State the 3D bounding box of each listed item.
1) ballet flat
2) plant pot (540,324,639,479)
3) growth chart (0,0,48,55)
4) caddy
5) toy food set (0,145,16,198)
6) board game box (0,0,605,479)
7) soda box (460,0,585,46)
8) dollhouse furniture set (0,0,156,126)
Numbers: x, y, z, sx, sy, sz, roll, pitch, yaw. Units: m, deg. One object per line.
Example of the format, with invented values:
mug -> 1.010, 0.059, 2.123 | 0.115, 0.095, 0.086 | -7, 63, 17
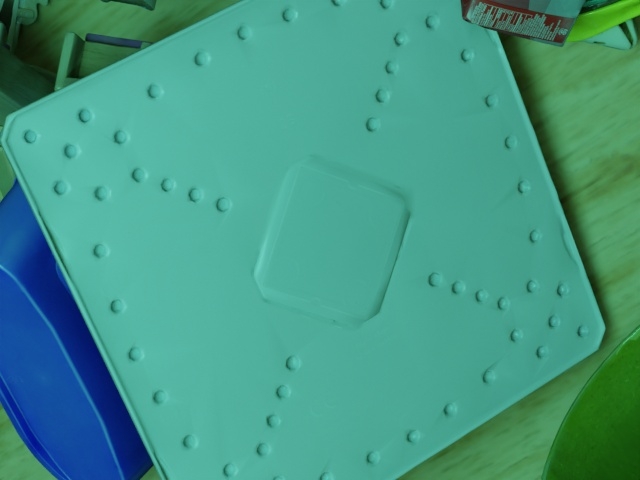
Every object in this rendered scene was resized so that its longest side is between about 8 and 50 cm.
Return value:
ballet flat -> 0.248, -0.190, 1.257 | 0.231, 0.077, 0.077 | -21, 123, 19
plant pot -> 0.369, 0.216, 1.263 | 0.293, 0.275, 0.275 | 42, 114, -16
growth chart -> -0.318, -0.233, 1.433 | 0.172, 0.021, 0.237 | 32, 113, 4
caddy -> -0.151, 0.067, 1.384 | 0.241, 0.179, 0.341 | -3, 124, 30
toy food set -> -0.185, -0.050, 1.448 | 0.192, 0.038, 0.132 | -9, 110, 10
board game box -> 0.000, 0.000, 1.250 | 0.390, 0.050, 0.390 | -29, 108, -20
soda box -> 0.174, -0.264, 1.131 | 0.083, 0.092, 0.263 | 10, 138, -12
dollhouse furniture set -> -0.226, -0.254, 1.336 | 0.286, 0.198, 0.303 | 9, 84, 10
